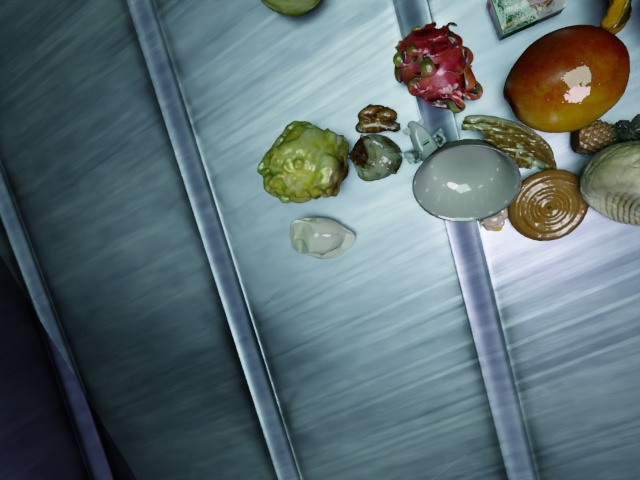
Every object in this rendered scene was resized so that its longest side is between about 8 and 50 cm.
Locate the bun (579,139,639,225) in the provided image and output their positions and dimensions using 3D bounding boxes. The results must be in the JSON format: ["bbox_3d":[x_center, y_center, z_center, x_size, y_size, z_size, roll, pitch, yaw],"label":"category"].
[{"bbox_3d":[0.974,-0.176,1.306,0.352,0.349,0.228,19,86,30],"label":"bun"}]

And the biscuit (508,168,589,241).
[{"bbox_3d":[0.767,-0.112,1.483,0.261,0.037,0.262,2,113,5],"label":"biscuit"}]

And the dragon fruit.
[{"bbox_3d":[0.380,-0.546,1.418,0.306,0.243,0.228,19,66,13],"label":"dragon fruit"}]

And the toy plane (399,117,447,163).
[{"bbox_3d":[0.354,-0.339,1.544,0.173,0.080,0.174,0,92,-4],"label":"toy plane"}]

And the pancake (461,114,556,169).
[{"bbox_3d":[0.625,-0.313,1.452,0.376,0.197,0.054,29,64,-14],"label":"pancake"}]

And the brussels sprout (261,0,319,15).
[{"bbox_3d":[-0.093,-0.895,1.468,0.294,0.227,0.260,-6,85,22],"label":"brussels sprout"}]

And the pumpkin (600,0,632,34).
[{"bbox_3d":[0.845,-0.746,1.261,0.095,0.258,0.291,0,105,28],"label":"pumpkin"}]

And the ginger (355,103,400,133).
[{"bbox_3d":[0.203,-0.432,1.567,0.161,0.073,0.103,1,115,7],"label":"ginger"}]

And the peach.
[{"bbox_3d":[0.726,-0.476,1.329,0.332,0.307,0.308,-10,99,27],"label":"peach"}]

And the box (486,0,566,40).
[{"bbox_3d":[0.645,-0.744,1.396,0.198,0.081,0.135,-21,96,14],"label":"box"}]

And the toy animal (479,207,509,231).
[{"bbox_3d":[0.612,-0.071,1.534,0.114,0.082,0.092,-28,95,16],"label":"toy animal"}]

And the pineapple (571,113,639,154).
[{"bbox_3d":[0.945,-0.342,1.385,0.277,0.119,0.130,-2,81,14],"label":"pineapple"}]

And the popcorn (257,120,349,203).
[{"bbox_3d":[-0.059,-0.260,1.560,0.311,0.312,0.313,3,102,13],"label":"popcorn"}]

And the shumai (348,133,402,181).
[{"bbox_3d":[0.194,-0.294,1.558,0.183,0.142,0.184,4,103,16],"label":"shumai"}]

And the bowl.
[{"bbox_3d":[0.476,-0.228,1.467,0.336,0.158,0.337,8,142,6],"label":"bowl"}]

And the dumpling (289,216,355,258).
[{"bbox_3d":[0.000,0.000,1.687,0.251,0.132,0.180,7,124,-9],"label":"dumpling"}]
